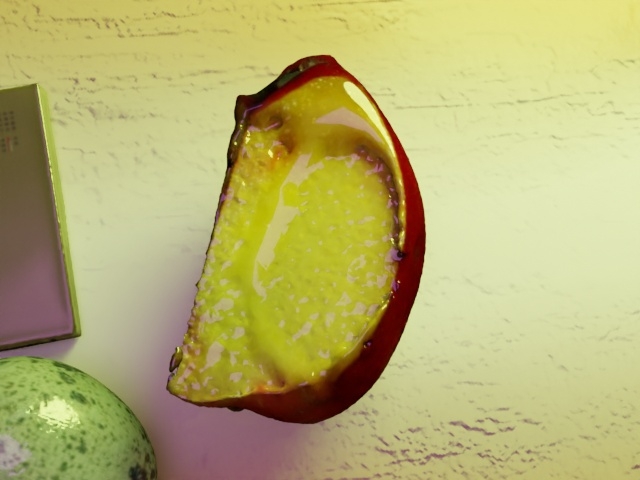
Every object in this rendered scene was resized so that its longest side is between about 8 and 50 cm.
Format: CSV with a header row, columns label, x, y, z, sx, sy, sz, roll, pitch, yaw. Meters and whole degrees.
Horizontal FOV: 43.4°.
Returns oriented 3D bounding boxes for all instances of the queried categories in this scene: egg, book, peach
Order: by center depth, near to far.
label,x,y,z,sx,sy,sz,roll,pitch,yaw
egg,-0.203,0.156,0.587,0.172,0.132,0.132,24,81,-16
peach,0.000,0.004,0.610,0.159,0.154,0.267,8,76,6
book,-0.366,0.001,0.652,0.310,0.021,0.217,-10,83,-5
